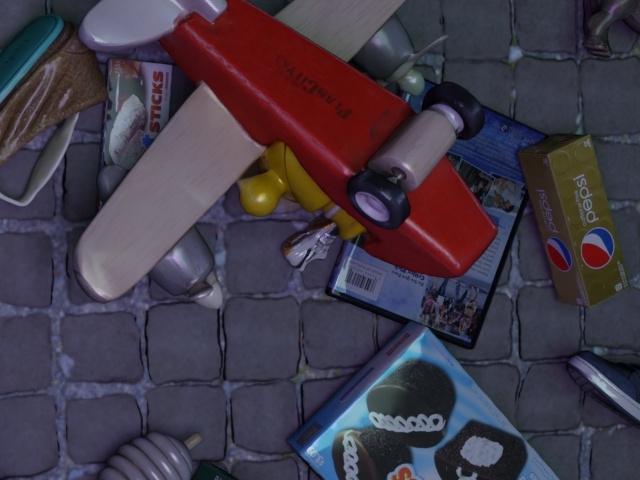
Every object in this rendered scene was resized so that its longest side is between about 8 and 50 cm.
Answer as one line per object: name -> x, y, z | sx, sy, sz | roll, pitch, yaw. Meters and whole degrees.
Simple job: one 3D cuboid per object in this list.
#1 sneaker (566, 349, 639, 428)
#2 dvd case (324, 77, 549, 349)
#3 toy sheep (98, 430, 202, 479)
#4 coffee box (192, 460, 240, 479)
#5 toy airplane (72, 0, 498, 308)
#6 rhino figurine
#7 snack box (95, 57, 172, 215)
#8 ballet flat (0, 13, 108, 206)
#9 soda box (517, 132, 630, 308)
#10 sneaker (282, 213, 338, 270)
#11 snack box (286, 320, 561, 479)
sneaker -> 0.389, 0.137, 1.572 | 0.226, 0.086, 0.163 | 32, 89, -24
dvd case -> 0.128, -0.029, 1.518 | 0.180, 0.022, 0.253 | 22, 85, -19
toy sheep -> -0.168, 0.234, 1.397 | 0.132, 0.091, 0.091 | -40, 104, -28
coffee box -> -0.118, 0.321, 1.398 | 0.040, 0.113, 0.184 | 32, 80, -34
toy airplane -> -0.051, -0.120, 1.343 | 0.386, 0.272, 0.384 | -5, 66, -10
rhino figurine -> 0.400, -0.243, 1.575 | 0.243, 0.073, 0.106 | 8, 92, -20
snack box -> -0.186, -0.089, 1.408 | 0.064, 0.022, 0.178 | 4, 90, -20
ballet flat -> -0.330, -0.064, 1.329 | 0.342, 0.116, 0.124 | -46, 124, -16
soda box -> 0.275, -0.022, 1.534 | 0.061, 0.058, 0.181 | -25, 106, -23
sneaker -> 0.000, 0.000, 1.474 | 0.083, 0.032, 0.037 | -33, 116, -10
snack box -> 0.138, 0.264, 1.503 | 0.187, 0.060, 0.322 | -44, 107, -8
